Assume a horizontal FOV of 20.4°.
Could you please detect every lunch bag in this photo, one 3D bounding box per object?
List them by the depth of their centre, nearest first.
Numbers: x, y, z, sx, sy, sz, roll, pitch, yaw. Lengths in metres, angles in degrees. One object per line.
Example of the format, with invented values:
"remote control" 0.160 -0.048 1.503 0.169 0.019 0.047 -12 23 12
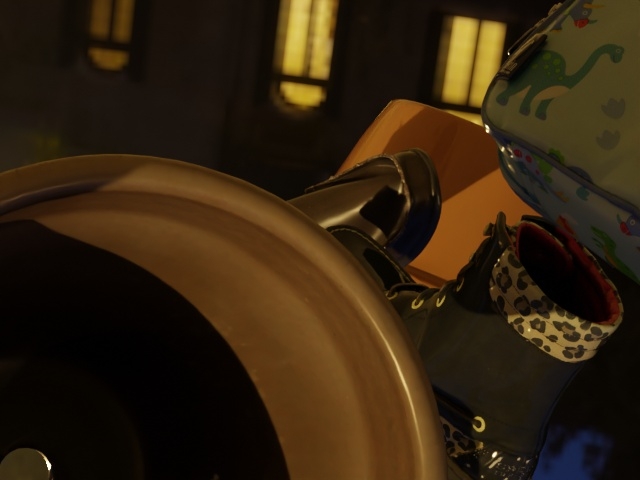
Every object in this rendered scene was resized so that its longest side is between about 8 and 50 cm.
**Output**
"lunch bag" 0.207 -0.060 0.936 0.219 0.176 0.090 39 166 33

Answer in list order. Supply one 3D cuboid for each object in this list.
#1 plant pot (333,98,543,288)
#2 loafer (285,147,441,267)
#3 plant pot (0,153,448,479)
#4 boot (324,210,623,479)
"plant pot" 0.114 0.003 1.600 0.291 0.203 0.291 24 180 0
"loafer" 0.000 0.000 1.320 0.078 0.080 0.220 3 152 -45
"plant pot" -0.108 0.102 0.765 0.263 0.263 0.229 2 176 -19
"boot" 0.088 0.034 1.142 0.085 0.179 0.236 -11 -128 -36
